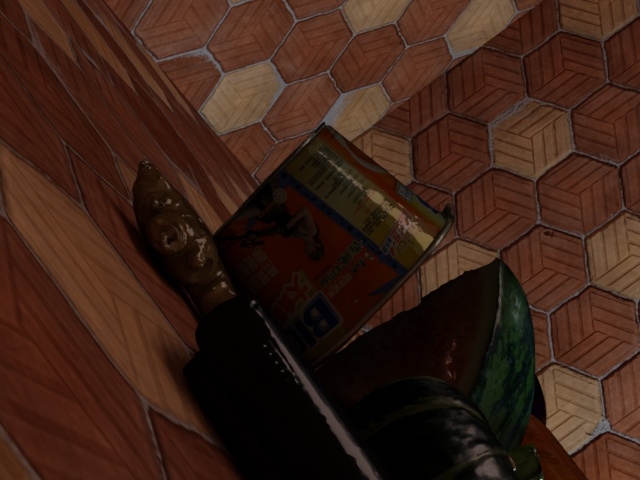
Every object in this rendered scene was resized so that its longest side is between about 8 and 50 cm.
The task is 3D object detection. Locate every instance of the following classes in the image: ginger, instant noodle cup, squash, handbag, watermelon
[{"bbox_3d":[-0.114,0.033,1.182,0.214,0.059,0.133,57,-5,29],"label":"ginger"},{"bbox_3d":[0.000,0.000,1.642,0.214,0.296,0.296,44,2,-3],"label":"instant noodle cup"},{"bbox_3d":[0.114,0.252,1.218,0.252,0.165,0.252,58,2,-2],"label":"squash"},{"bbox_3d":[0.002,0.177,1.000,0.275,0.088,0.244,51,-1,12],"label":"handbag"},{"bbox_3d":[0.166,0.216,1.669,0.250,0.292,0.283,49,46,-23],"label":"watermelon"}]

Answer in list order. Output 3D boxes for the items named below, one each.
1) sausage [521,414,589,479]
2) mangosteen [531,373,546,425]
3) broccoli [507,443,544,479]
[{"bbox_3d":[0.274,0.390,1.730,0.233,0.233,0.287,53,3,-25],"label":"sausage"},{"bbox_3d":[0.235,0.293,2.118,0.311,0.311,0.311,54,2,-2],"label":"mangosteen"},{"bbox_3d":[0.167,0.293,1.430,0.194,0.194,0.220,53,7,-29],"label":"broccoli"}]
